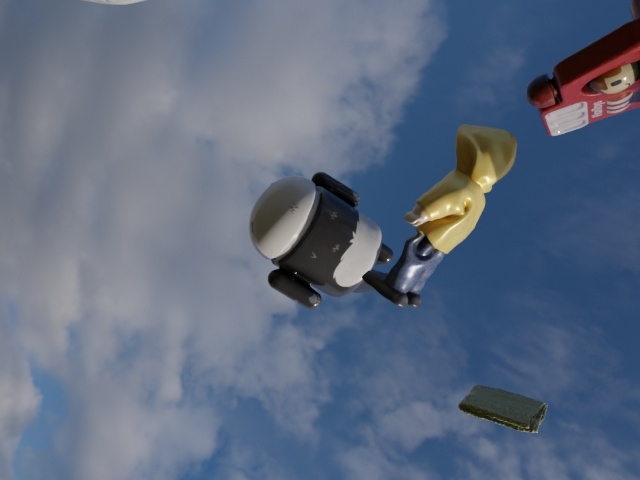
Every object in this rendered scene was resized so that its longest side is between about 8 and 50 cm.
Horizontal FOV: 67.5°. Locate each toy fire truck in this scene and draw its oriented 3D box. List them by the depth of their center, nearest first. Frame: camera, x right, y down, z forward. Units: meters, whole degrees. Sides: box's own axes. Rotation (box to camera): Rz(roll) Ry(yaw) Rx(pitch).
[{"bbox_3d":[0.453,-0.243,0.721,0.254,0.302,0.169,-18,-100,29],"label":"toy fire truck"}]

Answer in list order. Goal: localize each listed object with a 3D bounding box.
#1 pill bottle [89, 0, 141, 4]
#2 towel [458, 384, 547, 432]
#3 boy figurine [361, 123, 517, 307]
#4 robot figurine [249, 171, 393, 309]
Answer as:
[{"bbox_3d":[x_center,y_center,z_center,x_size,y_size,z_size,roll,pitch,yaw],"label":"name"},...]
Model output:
[{"bbox_3d":[-0.184,-0.216,0.156,0.204,0.361,0.204,4,-73,14],"label":"pill bottle"},{"bbox_3d":[0.355,0.326,0.932,0.148,0.110,0.027,7,-77,36],"label":"towel"},{"bbox_3d":[0.172,-0.038,0.685,0.092,0.177,0.285,36,-76,31],"label":"boy figurine"},{"bbox_3d":[0.000,-0.001,0.898,0.173,0.278,0.209,-48,-156,26],"label":"robot figurine"}]
